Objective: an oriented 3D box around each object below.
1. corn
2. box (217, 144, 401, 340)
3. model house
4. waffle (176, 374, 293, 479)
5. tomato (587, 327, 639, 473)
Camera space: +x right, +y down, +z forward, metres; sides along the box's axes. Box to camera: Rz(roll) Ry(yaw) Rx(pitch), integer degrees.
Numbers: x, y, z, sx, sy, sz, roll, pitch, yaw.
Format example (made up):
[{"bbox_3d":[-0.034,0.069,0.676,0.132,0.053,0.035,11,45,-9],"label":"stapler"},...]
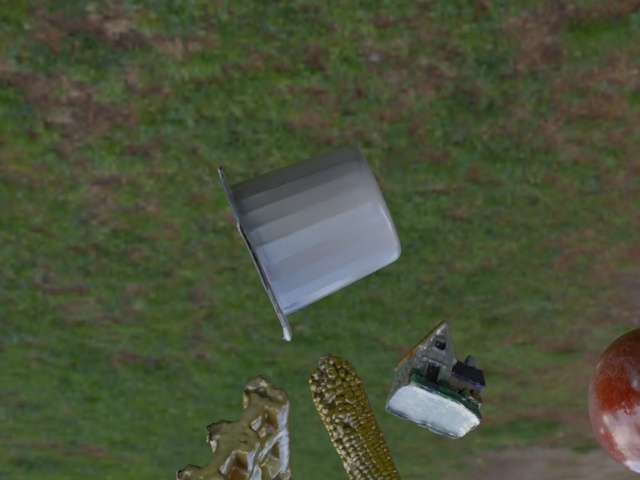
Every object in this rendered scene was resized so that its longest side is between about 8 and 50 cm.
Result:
[{"bbox_3d":[0.065,0.343,2.155,0.097,0.320,0.097,-20,153,-10],"label":"corn"},{"bbox_3d":[0.000,0.000,1.773,0.206,0.262,0.291,-23,131,0],"label":"box"},{"bbox_3d":[0.141,0.154,1.390,0.100,0.100,0.088,25,145,-5],"label":"model house"},{"bbox_3d":[-0.137,0.377,1.617,0.077,0.348,0.304,22,148,17],"label":"waffle"},{"bbox_3d":[0.598,0.296,2.199,0.270,0.270,0.227,14,142,-35],"label":"tomato"}]
